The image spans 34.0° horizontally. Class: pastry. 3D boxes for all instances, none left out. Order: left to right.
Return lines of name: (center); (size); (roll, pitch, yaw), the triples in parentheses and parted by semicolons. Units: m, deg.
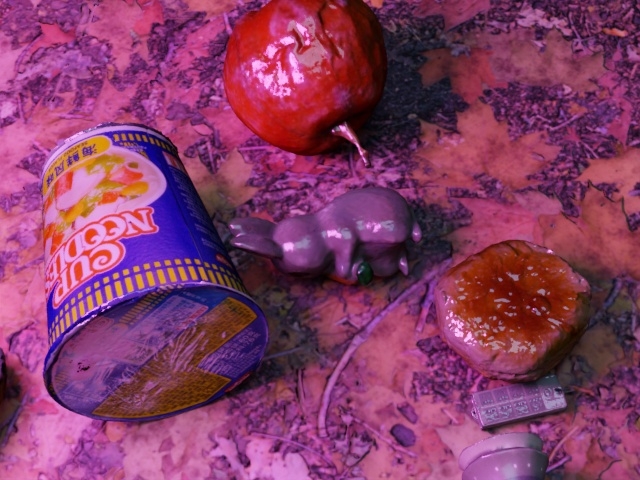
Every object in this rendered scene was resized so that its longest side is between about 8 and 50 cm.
pastry: (0.247, 0.090, 1.363); (0.192, 0.093, 0.182); (-37, 66, -21)

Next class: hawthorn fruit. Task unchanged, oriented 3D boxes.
hawthorn fruit: (-0.004, -0.211, 1.456); (0.242, 0.242, 0.271); (-22, 73, -10)

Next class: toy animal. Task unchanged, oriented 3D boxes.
toy animal: (-0.001, 0.000, 1.393); (0.251, 0.125, 0.127); (-5, 21, -11)

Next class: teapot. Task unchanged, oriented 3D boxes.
teapot: (0.238, 0.353, 1.194); (0.184, 0.183, 0.250); (-9, 50, -3)

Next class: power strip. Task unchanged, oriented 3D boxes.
power strip: (0.260, 0.205, 1.344); (0.136, 0.019, 0.050); (-12, 61, -4)

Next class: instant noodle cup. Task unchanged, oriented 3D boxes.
instant noodle cup: (-0.235, 0.026, 1.332); (0.284, 0.284, 0.312); (-17, 55, -7)

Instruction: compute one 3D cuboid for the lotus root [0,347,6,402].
lotus root: (-0.487, 0.214, 1.331); (0.183, 0.078, 0.203); (20, 57, 26)
